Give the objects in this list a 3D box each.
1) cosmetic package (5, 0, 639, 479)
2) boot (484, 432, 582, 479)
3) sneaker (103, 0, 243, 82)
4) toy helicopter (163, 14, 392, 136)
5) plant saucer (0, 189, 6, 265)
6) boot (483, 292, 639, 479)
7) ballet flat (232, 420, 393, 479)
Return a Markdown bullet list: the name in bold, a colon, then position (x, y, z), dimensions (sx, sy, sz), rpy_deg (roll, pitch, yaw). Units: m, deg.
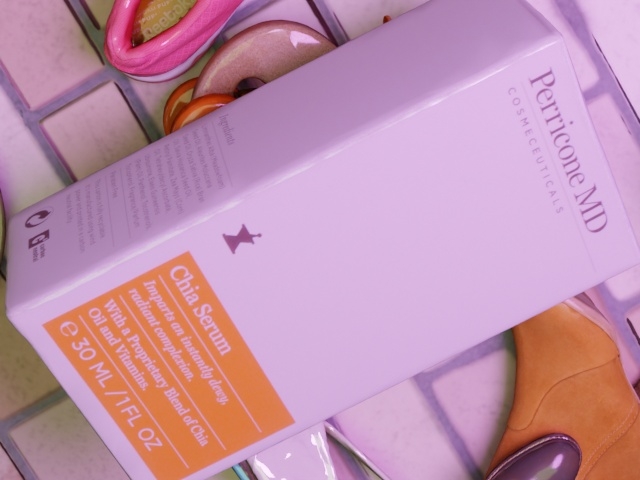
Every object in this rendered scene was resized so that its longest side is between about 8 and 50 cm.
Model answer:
- **cosmetic package**: position (0.000, 0.000, 0.989), dimensions (0.453, 0.161, 0.230), rpy_deg (-28, 122, 3)
- **boot**: position (0.168, 0.274, 1.087), dimensions (0.082, 0.106, 0.219), rpy_deg (38, 95, -9)
- **sneaker**: position (-0.079, -0.259, 1.073), dimensions (0.116, 0.136, 0.314), rpy_deg (39, 100, -5)
- **toy helicopter**: position (0.028, -0.047, 1.132), dimensions (0.235, 0.140, 0.355), rpy_deg (-34, 108, 0)
- **plant saucer**: position (-0.439, -0.022, 1.188), dimensions (0.278, 0.041, 0.278), rpy_deg (1, 102, 3)
- **boot**: position (0.208, 0.151, 1.152), dimensions (0.295, 0.104, 0.211), rpy_deg (34, 101, -7)
- **ballet flat**: position (0.050, 0.316, 1.190), dimensions (0.139, 0.139, 0.400), rpy_deg (-30, 97, 8)
